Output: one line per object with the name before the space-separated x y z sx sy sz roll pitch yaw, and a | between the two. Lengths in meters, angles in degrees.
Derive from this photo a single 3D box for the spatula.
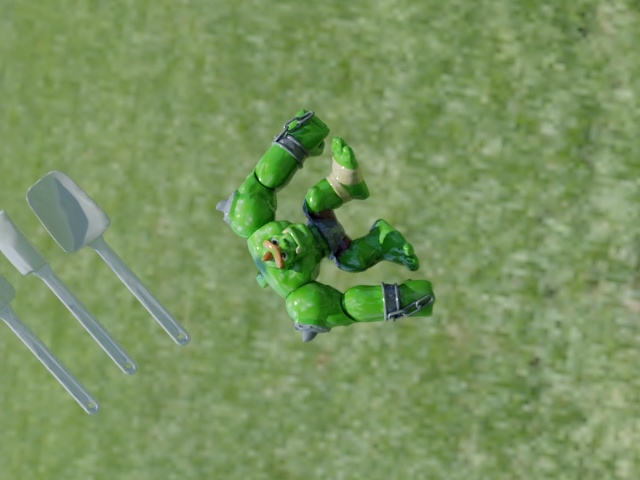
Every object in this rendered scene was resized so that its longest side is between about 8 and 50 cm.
spatula | -0.248 0.058 1.729 0.168 0.242 0.019 -37 25 5

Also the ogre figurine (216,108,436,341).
ogre figurine | 0.000 0.000 1.433 0.197 0.118 0.097 59 171 -8
